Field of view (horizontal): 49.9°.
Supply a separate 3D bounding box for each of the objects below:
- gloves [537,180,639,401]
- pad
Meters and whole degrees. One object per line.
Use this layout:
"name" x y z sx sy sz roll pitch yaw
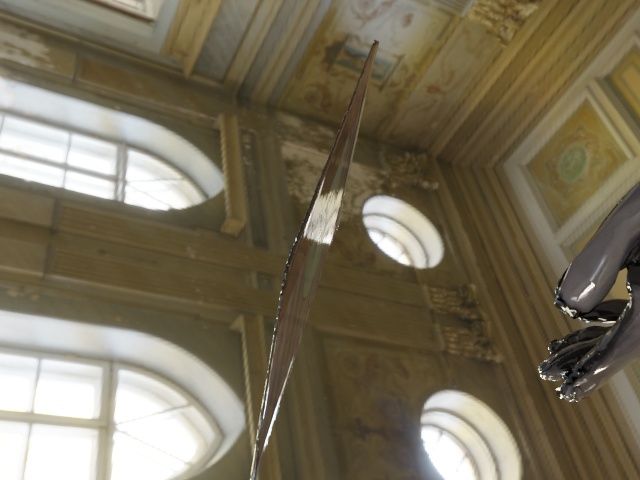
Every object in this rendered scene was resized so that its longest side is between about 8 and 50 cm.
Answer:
"gloves" 0.278 0.012 0.576 0.286 0.142 0.119 -55 -153 1
"pad" 0.001 0.000 0.510 0.300 0.005 0.202 -71 173 -51
